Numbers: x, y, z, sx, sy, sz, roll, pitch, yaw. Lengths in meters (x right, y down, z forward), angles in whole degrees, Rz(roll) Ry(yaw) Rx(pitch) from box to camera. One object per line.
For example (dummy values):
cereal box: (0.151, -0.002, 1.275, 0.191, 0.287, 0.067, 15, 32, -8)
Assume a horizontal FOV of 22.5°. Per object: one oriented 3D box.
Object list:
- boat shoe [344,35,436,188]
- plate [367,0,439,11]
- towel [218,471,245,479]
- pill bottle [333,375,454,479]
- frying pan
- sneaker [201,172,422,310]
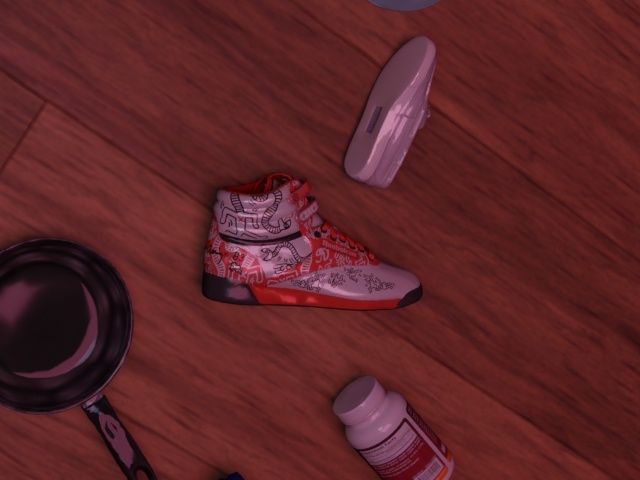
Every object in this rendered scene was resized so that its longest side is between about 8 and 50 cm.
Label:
boat shoe: (0.095, -0.146, 1.875, 0.063, 0.066, 0.184, 25, 87, -37)
plate: (0.101, -0.359, 1.862, 0.188, 0.024, 0.188, -3, 100, -20)
towel: (-0.152, 0.437, 1.870, 0.308, 0.076, 0.228, -41, 118, -11)
pill bottle: (0.085, 0.235, 1.919, 0.086, 0.086, 0.152, -43, 111, -10)
frying pan: (-0.256, 0.128, 1.785, 0.326, 0.053, 0.197, 38, 84, -24)
sneaker: (0.000, 0.000, 1.844, 0.270, 0.090, 0.145, 2, 100, -19)
